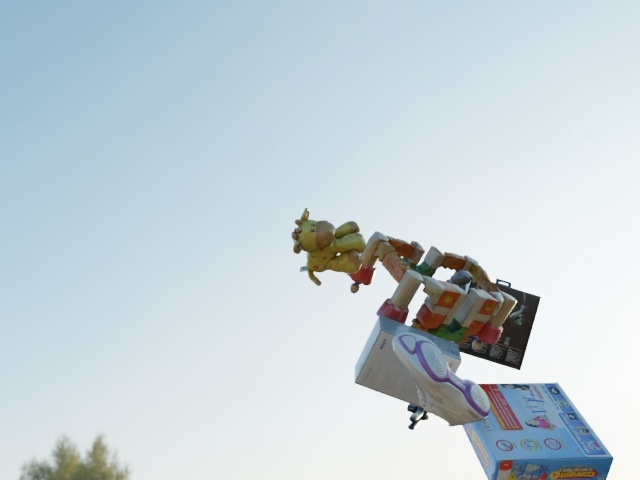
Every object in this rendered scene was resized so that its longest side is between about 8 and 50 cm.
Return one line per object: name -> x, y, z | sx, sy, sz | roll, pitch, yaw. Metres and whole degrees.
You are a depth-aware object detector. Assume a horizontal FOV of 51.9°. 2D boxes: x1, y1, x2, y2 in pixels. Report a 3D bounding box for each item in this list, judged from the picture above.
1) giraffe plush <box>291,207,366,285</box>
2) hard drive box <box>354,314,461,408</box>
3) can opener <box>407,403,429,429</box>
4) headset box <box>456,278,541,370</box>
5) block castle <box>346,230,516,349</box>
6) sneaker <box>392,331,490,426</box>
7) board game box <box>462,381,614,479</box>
giraffe plush -> 0.000, 0.000, 1.779 | 0.210, 0.181, 0.170 | -27, -44, 9
hard drive box -> 0.230, 0.329, 1.758 | 0.232, 0.089, 0.181 | 22, -68, -6
can opener -> 0.302, 0.560, 2.071 | 0.073, 0.059, 0.186 | 1, 4, 16
headset box -> 0.598, 0.273, 2.275 | 0.246, 0.283, 0.131 | 16, -2, 5
block castle -> 0.328, 0.166, 1.969 | 0.453, 0.303, 0.212 | 14, -66, -31
sneaker -> 0.267, 0.352, 1.599 | 0.305, 0.114, 0.152 | 45, -51, -11
board game box -> 0.545, 0.500, 1.731 | 0.302, 0.308, 0.086 | 1, -66, -8
